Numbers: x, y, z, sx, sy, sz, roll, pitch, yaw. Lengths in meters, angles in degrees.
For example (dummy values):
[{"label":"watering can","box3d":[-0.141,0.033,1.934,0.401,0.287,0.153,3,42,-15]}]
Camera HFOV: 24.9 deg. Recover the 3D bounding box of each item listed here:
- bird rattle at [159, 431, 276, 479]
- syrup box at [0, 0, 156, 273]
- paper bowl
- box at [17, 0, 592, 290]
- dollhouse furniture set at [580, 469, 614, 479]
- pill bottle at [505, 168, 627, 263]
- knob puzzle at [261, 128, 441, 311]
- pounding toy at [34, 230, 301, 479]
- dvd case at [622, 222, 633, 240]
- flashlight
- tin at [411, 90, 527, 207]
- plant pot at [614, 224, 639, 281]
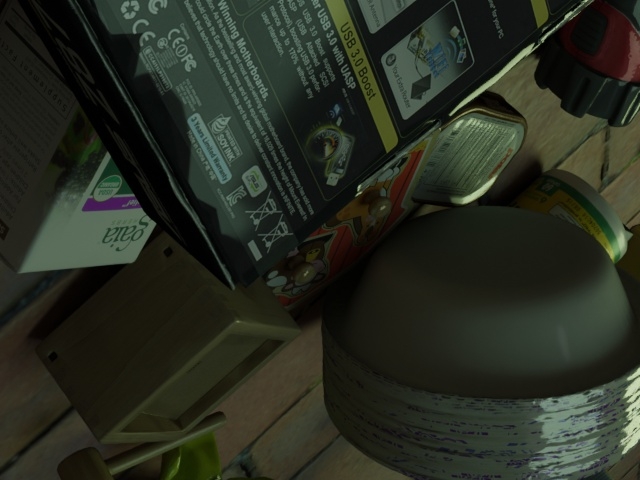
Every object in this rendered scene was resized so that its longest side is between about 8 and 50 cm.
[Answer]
[{"label":"bird rattle","box3d":[-0.151,0.264,1.218,0.253,0.143,0.207,-42,172,-5]},{"label":"syrup box","box3d":[-0.103,-0.101,0.755,0.093,0.096,0.237,-5,132,-55]},{"label":"paper bowl","box3d":[0.142,0.071,1.213,0.284,0.284,0.148,-25,124,-40]},{"label":"box","box3d":[-0.008,-0.216,0.582,0.318,0.097,0.395,-39,134,-12]},{"label":"dollhouse furniture set","box3d":[0.233,0.238,1.537,0.286,0.303,0.198,-39,158,10]},{"label":"pill bottle","box3d":[0.193,0.035,1.433,0.208,0.117,0.117,-41,156,-12]},{"label":"knob puzzle","box3d":[0.000,0.000,1.125,0.213,0.030,0.213,-27,152,-16]},{"label":"pounding toy","box3d":[-0.126,0.094,1.039,0.206,0.094,0.181,-41,162,11]},{"label":"dvd case","box3d":[0.270,0.039,1.676,0.179,0.029,0.238,-52,156,11]},{"label":"flashlight","box3d":[0.278,-0.241,1.174,0.103,0.103,0.304,-90,-160,-56]},{"label":"tin","box3d":[0.114,-0.077,1.231,0.106,0.040,0.189,-51,156,19]},{"label":"plant pot","box3d":[0.430,0.033,1.863,0.081,0.083,0.081,-15,141,-52]}]
